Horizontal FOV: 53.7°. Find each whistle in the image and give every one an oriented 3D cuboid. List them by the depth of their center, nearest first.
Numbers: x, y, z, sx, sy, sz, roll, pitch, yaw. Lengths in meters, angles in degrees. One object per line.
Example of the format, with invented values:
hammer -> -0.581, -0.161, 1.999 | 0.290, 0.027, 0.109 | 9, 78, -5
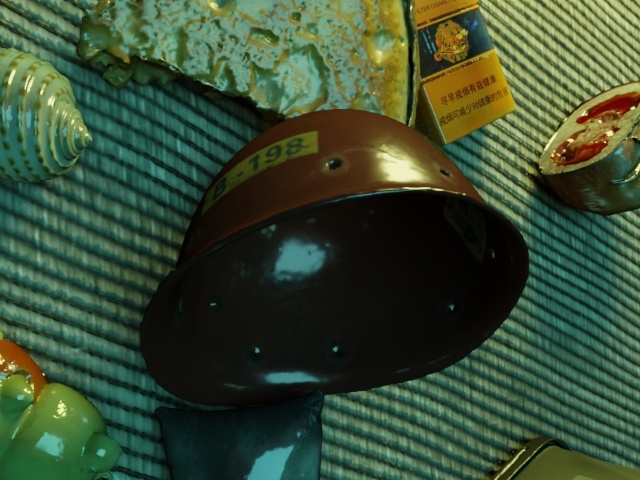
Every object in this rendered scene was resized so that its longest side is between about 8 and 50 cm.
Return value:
whistle -> -0.307, 0.150, 0.581 | 0.288, 0.131, 0.106 | 42, 39, -16

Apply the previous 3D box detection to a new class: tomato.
tomato -> 0.455, -0.124, 0.966 | 0.214, 0.181, 0.155 | -49, 113, -17

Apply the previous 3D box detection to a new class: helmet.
helmet -> 0.000, 0.000, 0.673 | 0.337, 0.385, 0.230 | 39, 31, -44

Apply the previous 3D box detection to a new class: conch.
conch -> -0.299, -0.130, 0.617 | 0.153, 0.102, 0.135 | 26, 60, -23

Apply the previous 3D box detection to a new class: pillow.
pillow -> -0.077, 0.291, 0.684 | 0.186, 0.106, 0.250 | -6, 95, -10

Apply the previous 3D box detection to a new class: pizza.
pizza -> -0.079, -0.277, 0.735 | 0.406, 0.130, 0.440 | -12, 98, -16

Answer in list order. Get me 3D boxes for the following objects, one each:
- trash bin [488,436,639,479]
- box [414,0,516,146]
trash bin -> 0.359, 0.401, 0.834 | 0.220, 0.250, 0.219 | -35, 96, -25
box -> 0.166, -0.262, 0.884 | 0.152, 0.070, 0.237 | -28, 98, -26
